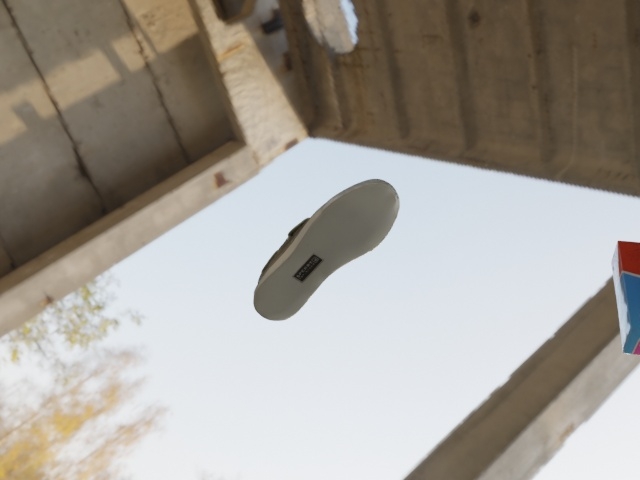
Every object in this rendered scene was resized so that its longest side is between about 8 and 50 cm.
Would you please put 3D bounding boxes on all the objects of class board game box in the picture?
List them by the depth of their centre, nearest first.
[{"bbox_3d":[0.699,0.113,1.542,0.317,0.242,0.064,5,-49,8],"label":"board game box"}]

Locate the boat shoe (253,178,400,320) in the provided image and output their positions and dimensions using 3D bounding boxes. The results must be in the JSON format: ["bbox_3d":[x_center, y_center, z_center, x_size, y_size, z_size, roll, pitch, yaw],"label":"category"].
[{"bbox_3d":[0.000,0.000,0.994,0.078,0.219,0.070,40,21,-22],"label":"boat shoe"}]
